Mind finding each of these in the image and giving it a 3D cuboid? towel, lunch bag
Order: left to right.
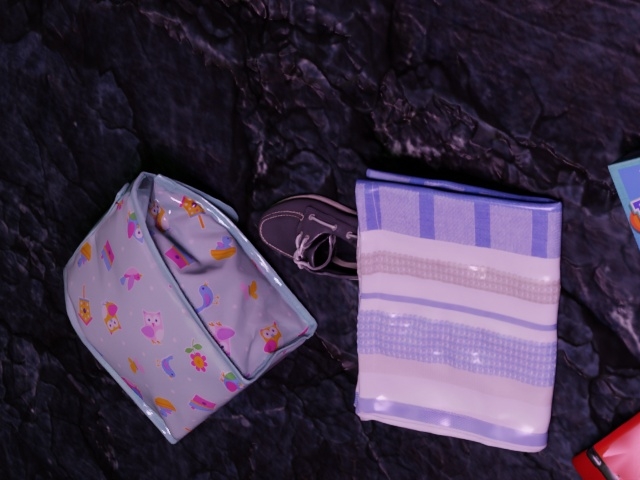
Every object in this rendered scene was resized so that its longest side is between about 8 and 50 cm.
[{"bbox_3d":[-0.167,0.068,1.755,0.262,0.160,0.223,51,140,3],"label":"lunch bag"},{"bbox_3d":[0.129,0.074,1.501,0.209,0.034,0.285,10,120,19],"label":"towel"}]

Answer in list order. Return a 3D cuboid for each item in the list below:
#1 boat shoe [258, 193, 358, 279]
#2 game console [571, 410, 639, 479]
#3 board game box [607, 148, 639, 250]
[{"bbox_3d":[0.000,0.000,1.613,0.206,0.065,0.075,12,119,41],"label":"boat shoe"},{"bbox_3d":[0.321,0.238,1.458,0.124,0.085,0.144,-41,80,17],"label":"game console"},{"bbox_3d":[0.348,0.011,1.276,0.160,0.047,0.210,-15,99,49],"label":"board game box"}]
